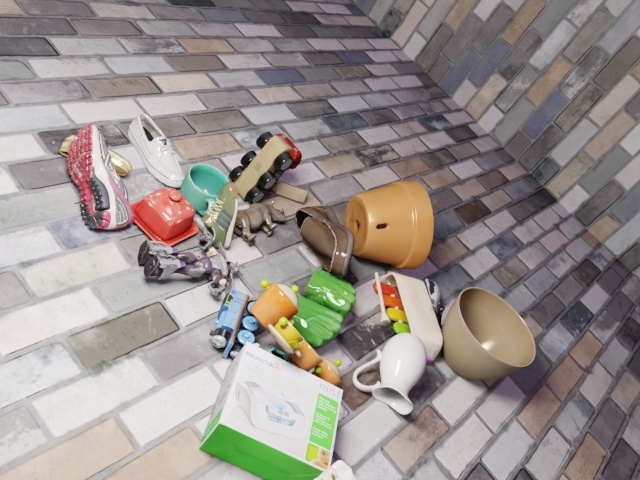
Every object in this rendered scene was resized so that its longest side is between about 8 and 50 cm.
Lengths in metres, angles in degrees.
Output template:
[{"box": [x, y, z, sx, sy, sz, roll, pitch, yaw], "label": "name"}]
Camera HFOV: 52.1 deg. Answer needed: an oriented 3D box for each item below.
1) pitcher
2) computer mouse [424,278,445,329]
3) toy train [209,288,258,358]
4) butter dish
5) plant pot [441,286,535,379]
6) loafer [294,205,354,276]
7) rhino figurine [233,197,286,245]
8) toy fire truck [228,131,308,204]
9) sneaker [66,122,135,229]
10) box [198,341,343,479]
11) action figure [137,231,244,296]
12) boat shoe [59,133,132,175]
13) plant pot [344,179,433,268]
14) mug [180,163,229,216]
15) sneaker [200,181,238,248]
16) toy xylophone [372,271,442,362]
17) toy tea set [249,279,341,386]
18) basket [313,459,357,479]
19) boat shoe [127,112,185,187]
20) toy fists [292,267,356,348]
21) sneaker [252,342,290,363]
[{"box": [0.192, 0.344, 1.780, 0.177, 0.126, 0.207, 22, 47, 5], "label": "pitcher"}, {"box": [0.372, 0.194, 2.114, 0.042, 0.106, 0.193, -6, 39, 1], "label": "computer mouse"}, {"box": [-0.209, 0.208, 1.616, 0.105, 0.080, 0.184, 22, 41, -6], "label": "toy train"}, {"box": [-0.403, -0.084, 1.737, 0.160, 0.118, 0.160, 43, 35, 9], "label": "butter dish"}, {"box": [0.477, 0.310, 1.986, 0.284, 0.191, 0.284, 22, 39, -19], "label": "plant pot"}, {"box": [0.000, 0.000, 1.952, 0.130, 0.134, 0.366, 5, 20, -18], "label": "loafer"}, {"box": [-0.177, -0.066, 1.950, 0.106, 0.073, 0.243, 47, 35, 9], "label": "rhino figurine"}, {"box": [-0.126, -0.209, 2.052, 0.158, 0.217, 0.246, 49, 22, 15], "label": "toy fire truck"}, {"box": [-0.567, -0.161, 1.686, 0.112, 0.120, 0.299, 5, 62, -53], "label": "sneaker"}, {"box": [-0.102, 0.395, 1.456, 0.261, 0.127, 0.231, 29, 38, -10], "label": "box"}, {"box": [-0.313, 0.062, 1.672, 0.285, 0.099, 0.185, 8, 40, -39], "label": "action figure"}, {"box": [-0.607, -0.213, 1.763, 0.189, 0.068, 0.072, 22, 50, -6], "label": "boat shoe"}, {"box": [0.206, -0.048, 2.109, 0.203, 0.291, 0.291, -2, 49, -20], "label": "plant pot"}, {"box": [-0.338, -0.133, 1.865, 0.129, 0.097, 0.158, 33, 36, -7], "label": "mug"}, {"box": [-0.279, -0.063, 1.771, 0.086, 0.192, 0.064, -5, 27, -37], "label": "sneaker"}, {"box": [0.253, 0.212, 1.998, 0.236, 0.081, 0.323, 22, 38, -21], "label": "toy xylophone"}, {"box": [-0.038, 0.231, 1.591, 0.200, 0.124, 0.336, 39, -14, 43], "label": "toy tea set"}, {"box": [-0.033, 0.619, 1.099, 0.266, 0.331, 0.328, -13, 58, -41], "label": "basket"}, {"box": [-0.475, -0.266, 1.907, 0.258, 0.084, 0.095, 48, 36, 15], "label": "boat shoe"}, {"box": [0.007, 0.191, 1.801, 0.142, 0.096, 0.279, 24, 34, 8], "label": "toy fists"}, {"box": [-0.097, 0.303, 1.567, 0.166, 0.076, 0.065, 44, 50, -34], "label": "sneaker"}]
